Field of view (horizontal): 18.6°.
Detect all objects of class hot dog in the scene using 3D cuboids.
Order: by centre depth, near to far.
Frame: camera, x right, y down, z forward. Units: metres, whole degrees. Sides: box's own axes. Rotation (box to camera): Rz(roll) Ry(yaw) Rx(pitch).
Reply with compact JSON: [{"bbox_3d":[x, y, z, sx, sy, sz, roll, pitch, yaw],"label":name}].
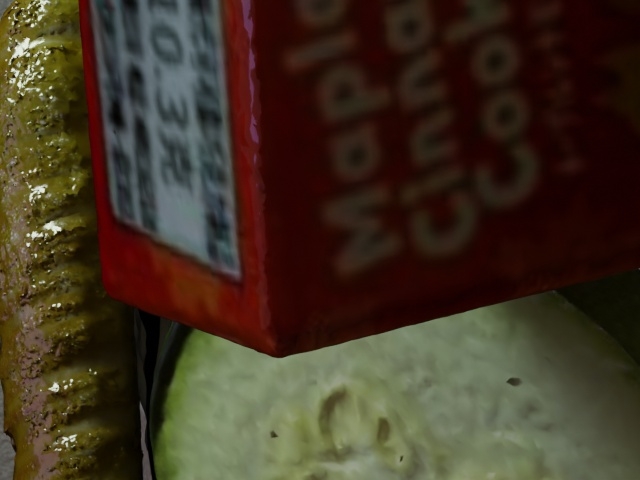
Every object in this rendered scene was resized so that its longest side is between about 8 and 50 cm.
[{"bbox_3d":[-0.118,0.025,0.896,0.083,0.068,0.289,153,114,-73],"label":"hot dog"}]

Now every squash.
[{"bbox_3d":[0.046,0.101,0.722,0.252,0.049,0.252,16,120,29],"label":"squash"}]

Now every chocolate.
[{"bbox_3d":[0.050,-0.095,0.569,0.108,0.235,0.237,-140,43,-56],"label":"chocolate"}]

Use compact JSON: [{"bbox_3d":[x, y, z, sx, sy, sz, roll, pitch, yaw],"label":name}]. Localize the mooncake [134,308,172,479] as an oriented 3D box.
[{"bbox_3d":[0.001,-0.001,0.924,0.324,0.187,0.324,175,90,-79],"label":"mooncake"}]
